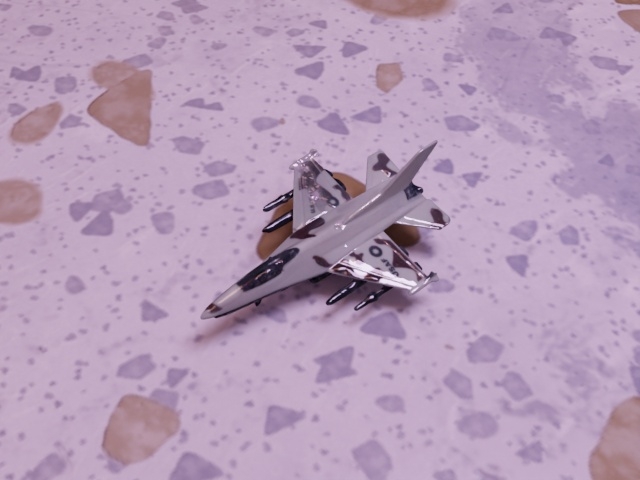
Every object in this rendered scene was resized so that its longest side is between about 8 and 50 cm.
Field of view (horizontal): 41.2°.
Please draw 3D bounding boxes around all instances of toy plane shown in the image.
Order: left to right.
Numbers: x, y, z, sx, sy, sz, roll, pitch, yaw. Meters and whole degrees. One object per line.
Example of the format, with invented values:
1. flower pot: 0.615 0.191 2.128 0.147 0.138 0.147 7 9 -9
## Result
1. toy plane: 0.005 0.004 0.685 0.234 0.082 0.160 -37 68 -13
